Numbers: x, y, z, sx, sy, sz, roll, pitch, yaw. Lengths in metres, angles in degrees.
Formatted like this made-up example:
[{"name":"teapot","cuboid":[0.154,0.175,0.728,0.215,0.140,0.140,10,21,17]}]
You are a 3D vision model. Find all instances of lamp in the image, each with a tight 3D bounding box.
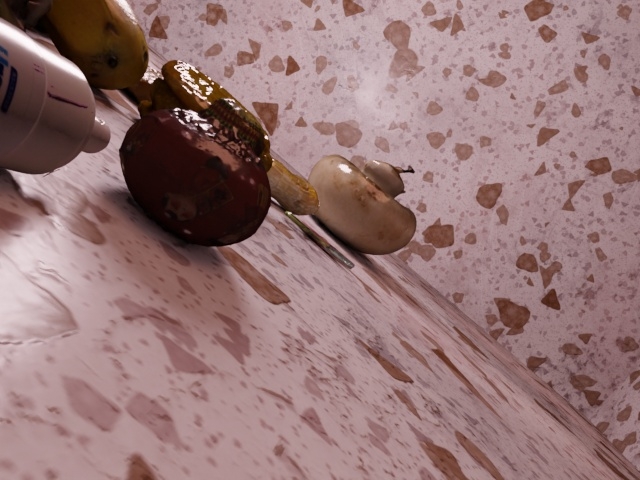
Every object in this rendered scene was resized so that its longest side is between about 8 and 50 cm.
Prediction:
[{"name":"lamp","cuboid":[-0.113,-0.072,0.524,0.156,0.135,0.157,34,11,-40]}]

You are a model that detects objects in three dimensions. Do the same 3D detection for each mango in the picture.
[{"name":"mango","cuboid":[-0.370,-0.356,0.824,0.262,0.130,0.167,57,-10,-11]}]

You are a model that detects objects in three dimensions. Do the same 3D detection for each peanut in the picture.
[{"name":"peanut","cuboid":[-0.083,-0.121,1.224,0.206,0.087,0.087,33,10,-35]}]

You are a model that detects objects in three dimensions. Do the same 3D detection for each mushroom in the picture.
[{"name":"mushroom","cuboid":[0.138,-0.129,1.572,0.362,0.294,0.362,37,8,-6]}]

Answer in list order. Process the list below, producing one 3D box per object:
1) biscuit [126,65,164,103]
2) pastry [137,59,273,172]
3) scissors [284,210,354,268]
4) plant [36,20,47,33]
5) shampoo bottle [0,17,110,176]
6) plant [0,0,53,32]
[{"name":"biscuit","cuboid":[-0.320,-0.301,1.130,0.296,0.075,0.296,39,6,-5]},{"name":"pastry","cuboid":[-0.191,-0.181,0.911,0.235,0.132,0.240,52,18,23]},{"name":"scissors","cuboid":[0.000,0.000,1.157,0.187,0.020,0.133,40,2,5]},{"name":"plant","cuboid":[-0.504,-0.457,0.920,0.194,0.132,0.129,44,3,-8]},{"name":"shampoo bottle","cuboid":[-0.222,-0.096,0.280,0.092,0.092,0.303,42,6,17]},{"name":"plant","cuboid":[-0.423,-0.383,0.660,0.234,0.204,0.178,36,8,23]}]
